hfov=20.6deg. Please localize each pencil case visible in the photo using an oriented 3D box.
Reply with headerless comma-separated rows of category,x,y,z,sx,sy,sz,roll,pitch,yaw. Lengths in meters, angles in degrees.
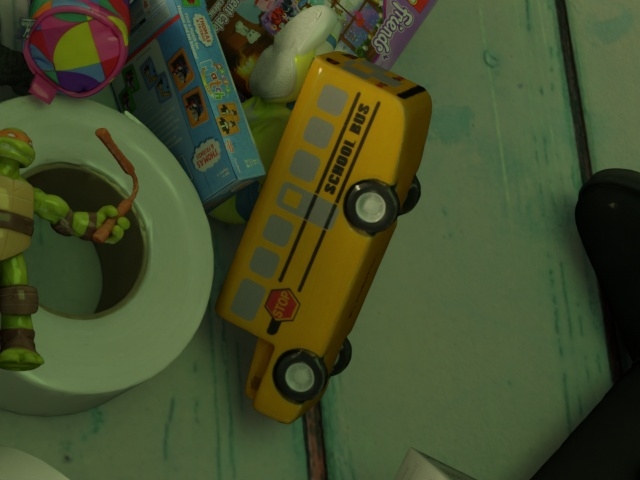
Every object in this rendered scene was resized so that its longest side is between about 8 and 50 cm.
pencil case,-0.229,-0.224,1.653,0.104,0.104,0.236,29,28,-20

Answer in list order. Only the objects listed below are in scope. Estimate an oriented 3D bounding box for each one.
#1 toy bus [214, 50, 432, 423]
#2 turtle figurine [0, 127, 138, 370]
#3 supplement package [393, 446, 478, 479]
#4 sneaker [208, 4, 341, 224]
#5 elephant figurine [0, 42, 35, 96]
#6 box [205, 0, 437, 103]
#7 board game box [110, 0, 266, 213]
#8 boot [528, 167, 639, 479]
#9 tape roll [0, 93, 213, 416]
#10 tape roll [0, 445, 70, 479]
toy bus,0.000,0.000,1.662,0.130,0.333,0.108,25,16,10
turtle figurine,-0.283,-0.009,1.474,0.269,0.087,0.217,20,72,-40
supplement package,0.124,0.361,1.611,0.204,0.145,0.262,28,92,-21
sneaker,-0.020,-0.112,1.739,0.126,0.240,0.091,26,19,-22
elephant figurine,-0.367,-0.223,1.605,0.169,0.186,0.239,35,35,28
box,-0.016,-0.230,1.866,0.201,0.057,0.293,42,56,-13
board game box,-0.138,-0.132,1.690,0.039,0.160,0.211,-13,80,-36
boot,0.304,0.182,1.874,0.367,0.146,0.445,49,59,-5
tape roll,-0.242,0.013,1.608,0.286,0.100,0.286,11,66,-28
tape roll,-0.261,0.308,1.396,0.169,0.246,0.246,-38,94,-36
